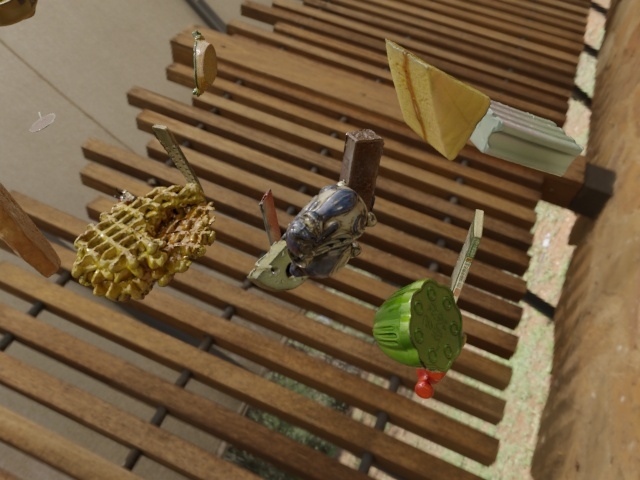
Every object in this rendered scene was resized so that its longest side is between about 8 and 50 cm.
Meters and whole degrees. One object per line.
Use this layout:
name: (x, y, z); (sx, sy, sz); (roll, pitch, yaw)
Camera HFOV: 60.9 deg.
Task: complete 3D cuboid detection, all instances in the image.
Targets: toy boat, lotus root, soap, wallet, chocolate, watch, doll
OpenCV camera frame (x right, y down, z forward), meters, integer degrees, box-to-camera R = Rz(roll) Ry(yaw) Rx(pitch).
toy boat: (-0.416, -0.625, 1.919); (0.088, 0.088, 0.230); (-1, -87, -57)
lotus root: (0.169, 0.176, 1.097); (0.186, 0.186, 0.186); (21, -90, -80)
soap: (0.512, -0.264, 1.396); (0.095, 0.289, 0.173); (-64, 29, 31)
wallet: (-0.167, -0.066, 1.848); (0.103, 0.020, 0.197); (-73, -23, -54)
chocolate: (0.127, -0.215, 1.884); (0.112, 0.111, 0.322); (-129, 39, -50)
lotus root: (-0.100, 0.069, 1.623); (0.235, 0.138, 0.119); (-42, 6, -23)
watch: (-0.321, -0.082, 1.096); (0.165, 0.102, 0.269); (-41, -43, -22)
doll: (0.358, 0.327, 1.604); (0.336, 0.105, 0.200); (-42, -24, -59)

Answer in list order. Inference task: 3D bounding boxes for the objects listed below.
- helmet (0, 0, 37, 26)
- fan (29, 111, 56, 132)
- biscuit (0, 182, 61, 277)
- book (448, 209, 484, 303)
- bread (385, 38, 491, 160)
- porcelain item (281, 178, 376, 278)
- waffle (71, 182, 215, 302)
helmet: (-0.717, -0.557, 1.220); (0.140, 0.256, 0.205); (77, -153, -72)
fan: (-0.801, -0.346, 1.564); (0.085, 0.133, 0.005); (-35, -47, -10)
biscuit: (-0.787, -0.066, 1.351); (0.062, 0.385, 0.365); (-38, 24, -17)
book: (0.431, 0.061, 1.631); (0.202, 0.027, 0.264); (-54, -20, -60)
bread: (0.221, -0.305, 1.202); (0.263, 0.168, 0.163); (8, -59, -44)
porcelain item: (0.000, 0.000, 1.137); (0.186, 0.138, 0.288); (-37, -10, -25)
waffle: (-0.233, -0.006, 0.729); (0.193, 0.197, 0.070); (-117, 3, -56)
